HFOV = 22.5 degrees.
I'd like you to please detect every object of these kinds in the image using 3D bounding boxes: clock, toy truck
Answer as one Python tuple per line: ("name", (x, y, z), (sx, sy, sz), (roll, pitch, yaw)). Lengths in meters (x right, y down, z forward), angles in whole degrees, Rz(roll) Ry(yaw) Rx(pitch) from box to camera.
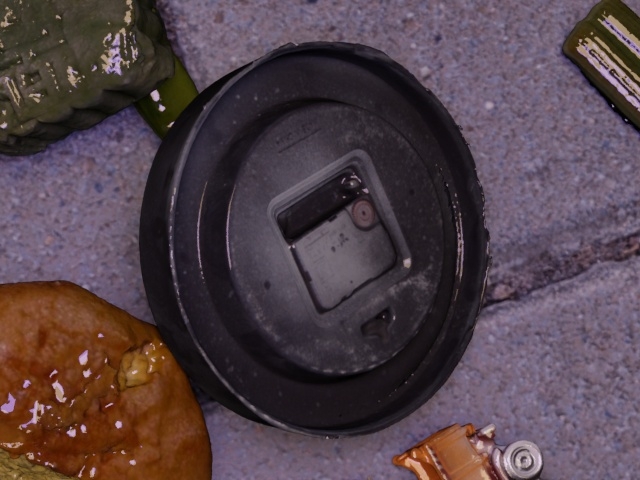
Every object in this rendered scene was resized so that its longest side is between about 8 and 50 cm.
("clock", (0.000, 0.000, 1.566), (0.386, 0.076, 0.386), (2, 86, -35))
("toy truck", (0.190, 0.304, 1.598), (0.135, 0.114, 0.270), (-30, 84, -13))

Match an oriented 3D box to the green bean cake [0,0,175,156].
("green bean cake", (-0.277, -0.217, 1.610), (0.227, 0.125, 0.222), (-27, 79, 12))

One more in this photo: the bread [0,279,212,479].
("bread", (-0.249, 0.147, 1.525), (0.340, 0.194, 0.179), (26, 64, -24))

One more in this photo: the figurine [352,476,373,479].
("figurine", (0.004, 0.302, 1.614), (0.146, 0.081, 0.098), (-28, 40, -4))

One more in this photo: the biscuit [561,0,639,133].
("biscuit", (0.399, -0.130, 1.730), (0.322, 0.038, 0.099), (44, 77, 3))

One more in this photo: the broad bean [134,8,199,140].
("broad bean", (-0.142, -0.141, 1.678), (0.318, 0.056, 0.098), (50, 58, -3))
